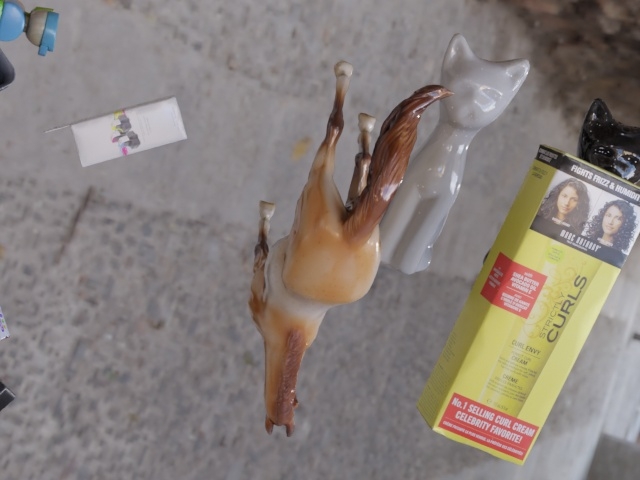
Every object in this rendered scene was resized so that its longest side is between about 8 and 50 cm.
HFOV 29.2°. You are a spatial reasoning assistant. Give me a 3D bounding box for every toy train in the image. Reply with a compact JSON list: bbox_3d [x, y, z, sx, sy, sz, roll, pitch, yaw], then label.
[{"bbox_3d":[-0.433,-0.316,1.690,0.248,0.143,0.105,-125,-129,-69],"label":"toy train"}]

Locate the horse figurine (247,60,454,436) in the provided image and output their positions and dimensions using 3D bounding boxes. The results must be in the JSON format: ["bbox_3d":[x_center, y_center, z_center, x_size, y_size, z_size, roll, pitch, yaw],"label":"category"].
[{"bbox_3d":[0.000,0.000,0.804,0.263,0.066,0.174,127,-27,-53],"label":"horse figurine"}]

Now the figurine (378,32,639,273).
[{"bbox_3d":[0.159,-0.053,1.055,0.092,0.215,0.209,-73,-171,-61],"label":"figurine"}]

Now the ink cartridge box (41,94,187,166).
[{"bbox_3d":[-0.276,-0.145,1.657,0.104,0.181,0.061,-133,-153,-80],"label":"ink cartridge box"}]

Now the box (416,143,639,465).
[{"bbox_3d":[0.162,0.049,0.941,0.232,0.087,0.058,-64,-168,8],"label":"box"}]

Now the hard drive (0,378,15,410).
[{"bbox_3d":[-0.623,0.180,1.702,0.237,0.339,0.064,-45,165,-14],"label":"hard drive"}]

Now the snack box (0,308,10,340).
[{"bbox_3d":[-0.427,0.061,1.406,0.037,0.100,0.141,-22,93,-74],"label":"snack box"}]

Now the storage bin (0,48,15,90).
[{"bbox_3d":[-0.449,-0.179,1.492,0.135,0.098,0.091,-36,180,-35],"label":"storage bin"}]
